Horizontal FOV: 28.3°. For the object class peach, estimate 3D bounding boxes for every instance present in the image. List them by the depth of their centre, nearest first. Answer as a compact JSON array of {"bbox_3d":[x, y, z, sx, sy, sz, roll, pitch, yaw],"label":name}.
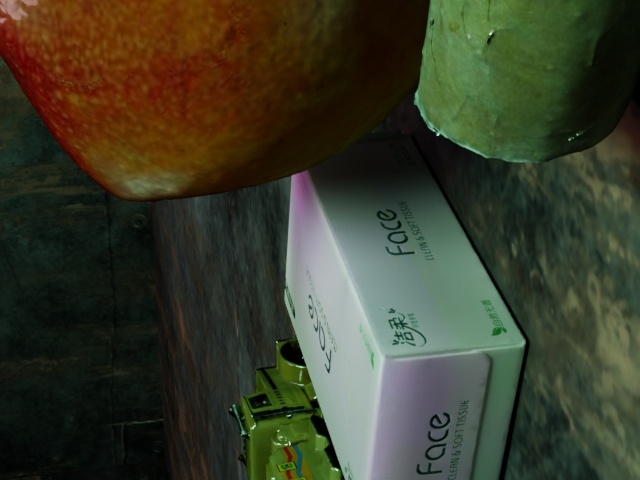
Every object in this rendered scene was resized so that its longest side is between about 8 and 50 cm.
[{"bbox_3d":[-0.066,-0.180,0.753,0.308,0.308,0.332,-139,61,-72],"label":"peach"}]

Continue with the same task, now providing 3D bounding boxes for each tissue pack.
[{"bbox_3d":[0.044,0.047,0.849,0.246,0.093,0.148,-111,21,-53],"label":"tissue pack"}]

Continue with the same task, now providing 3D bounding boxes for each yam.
[{"bbox_3d":[0.102,-0.149,0.494,0.259,0.106,0.106,95,164,-45],"label":"yam"}]

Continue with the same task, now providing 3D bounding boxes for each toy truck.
[{"bbox_3d":[-0.010,0.185,1.090,0.257,0.127,0.127,-114,20,-64],"label":"toy truck"}]
